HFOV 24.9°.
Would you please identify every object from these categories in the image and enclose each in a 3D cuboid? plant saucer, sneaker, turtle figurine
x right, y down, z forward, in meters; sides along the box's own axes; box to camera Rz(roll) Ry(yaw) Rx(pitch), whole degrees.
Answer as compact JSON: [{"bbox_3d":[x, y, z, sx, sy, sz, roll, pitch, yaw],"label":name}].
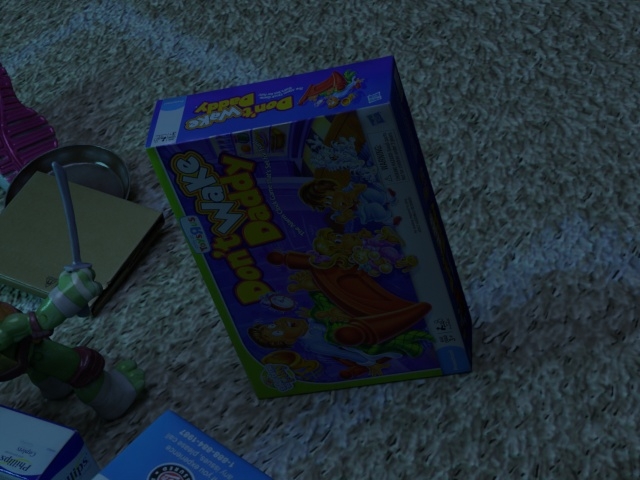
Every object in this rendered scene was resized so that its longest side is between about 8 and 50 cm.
[{"bbox_3d":[-0.322,-0.054,1.866,0.168,0.029,0.168,-7,52,8],"label":"plant saucer"},{"bbox_3d":[-0.437,-0.138,1.990,0.103,0.111,0.252,-16,55,-28],"label":"sneaker"},{"bbox_3d":[-0.294,0.059,1.522,0.198,0.266,0.274,-18,52,17],"label":"turtle figurine"}]

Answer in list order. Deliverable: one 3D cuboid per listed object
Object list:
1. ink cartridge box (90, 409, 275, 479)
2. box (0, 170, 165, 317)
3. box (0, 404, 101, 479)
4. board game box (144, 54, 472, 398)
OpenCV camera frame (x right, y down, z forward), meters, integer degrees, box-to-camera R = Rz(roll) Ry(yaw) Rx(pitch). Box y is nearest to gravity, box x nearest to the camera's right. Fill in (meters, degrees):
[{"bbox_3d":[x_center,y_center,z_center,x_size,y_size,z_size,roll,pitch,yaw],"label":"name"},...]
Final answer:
[{"bbox_3d":[-0.148,0.371,1.159,0.285,0.166,0.395,29,58,33],"label":"ink cartridge box"},{"bbox_3d":[-0.315,0.000,1.787,0.201,0.021,0.164,17,56,26],"label":"box"},{"bbox_3d":[-0.276,0.239,1.424,0.126,0.137,0.072,11,48,34],"label":"box"},{"bbox_3d":[0.000,0.000,1.424,0.233,0.347,0.078,-9,40,14],"label":"board game box"}]
